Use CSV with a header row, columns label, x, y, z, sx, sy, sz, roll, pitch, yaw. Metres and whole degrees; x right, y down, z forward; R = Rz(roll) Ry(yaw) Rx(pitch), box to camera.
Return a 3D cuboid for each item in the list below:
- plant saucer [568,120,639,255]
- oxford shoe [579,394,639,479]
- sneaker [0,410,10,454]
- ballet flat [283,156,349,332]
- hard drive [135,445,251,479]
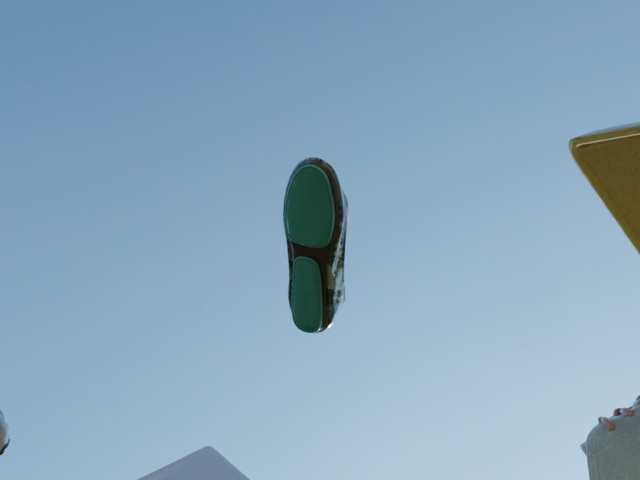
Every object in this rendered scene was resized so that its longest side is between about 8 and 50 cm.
label,x,y,z,sx,sy,sz,roll,pitch,yaw
plant saucer,0.458,-0.019,0.852,0.333,0.081,0.333,49,-26,-21
oxford shoe,0.260,0.130,0.613,0.147,0.396,0.140,18,-11,31
sneaker,-0.291,0.093,0.595,0.191,0.071,0.083,38,-27,-17
ballet flat,0.000,0.000,0.880,0.070,0.070,0.188,6,-63,1
hard drive,-0.072,0.327,0.837,0.308,0.203,0.040,34,-62,29
